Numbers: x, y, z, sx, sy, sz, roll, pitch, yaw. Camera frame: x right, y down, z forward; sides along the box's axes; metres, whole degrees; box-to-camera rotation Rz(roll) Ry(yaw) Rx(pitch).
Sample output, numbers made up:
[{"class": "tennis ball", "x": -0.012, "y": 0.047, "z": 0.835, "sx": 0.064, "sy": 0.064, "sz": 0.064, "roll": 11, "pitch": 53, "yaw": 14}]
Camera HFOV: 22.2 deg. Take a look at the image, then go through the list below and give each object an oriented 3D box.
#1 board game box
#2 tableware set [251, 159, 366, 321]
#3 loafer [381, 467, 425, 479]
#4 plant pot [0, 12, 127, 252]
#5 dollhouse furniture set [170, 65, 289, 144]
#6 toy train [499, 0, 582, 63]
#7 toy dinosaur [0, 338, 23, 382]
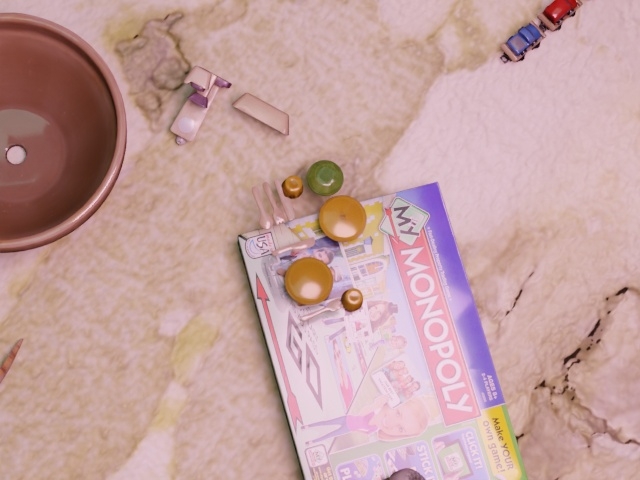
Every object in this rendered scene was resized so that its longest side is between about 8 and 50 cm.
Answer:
[{"class": "board game box", "x": 0.060, "y": 0.120, "z": 1.626, "sx": 0.214, "sy": 0.046, "sz": 0.317, "roll": -16, "pitch": 80, "yaw": -5}, {"class": "tableware set", "x": 0.000, "y": 0.000, "z": 1.613, "sx": 0.104, "sy": 0.024, "sz": 0.154, "roll": -20, "pitch": 79, "yaw": -10}, {"class": "loafer", "x": 0.091, "y": 0.340, "z": 1.557, "sx": 0.087, "sy": 0.094, "sz": 0.251, "roll": -17, "pitch": 95, "yaw": 21}, {"class": "plant pot", "x": -0.309, "y": -0.098, "z": 1.616, "sx": 0.237, "sy": 0.110, "sz": 0.237, "roll": 1, "pitch": 79, "yaw": -4}, {"class": "dollhouse furniture set", "x": -0.094, "y": -0.115, "z": 1.653, "sx": 0.114, "sy": 0.091, "sz": 0.081, "roll": 28, "pitch": 94, "yaw": 0}, {"class": "toy train", "x": 0.250, "y": -0.240, "z": 1.711, "sx": 0.158, "sy": 0.036, "sz": 0.027, "roll": -41, "pitch": 84, "yaw": -9}, {"class": "toy dinosaur", "x": -0.380, "y": 0.171, "z": 1.577, "sx": 0.212, "sy": 0.064, "sz": 0.112, "roll": -11, "pitch": 91, "yaw": -16}]
